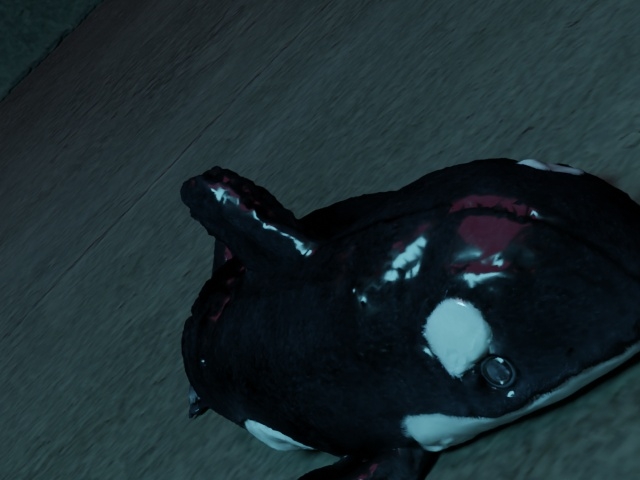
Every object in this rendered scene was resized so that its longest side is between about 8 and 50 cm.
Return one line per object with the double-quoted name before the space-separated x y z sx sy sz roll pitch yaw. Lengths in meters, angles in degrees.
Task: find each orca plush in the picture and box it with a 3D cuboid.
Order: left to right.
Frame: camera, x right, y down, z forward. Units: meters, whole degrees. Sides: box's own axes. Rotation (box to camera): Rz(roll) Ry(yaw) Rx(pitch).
"orca plush" 0.000 0.000 0.598 0.151 0.102 0.287 -46 16 -9
